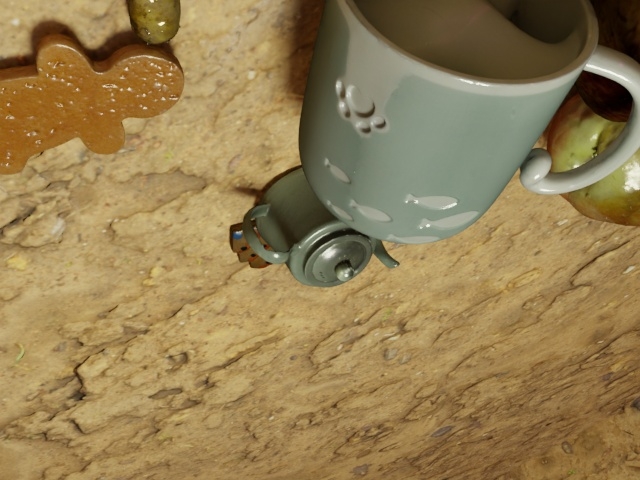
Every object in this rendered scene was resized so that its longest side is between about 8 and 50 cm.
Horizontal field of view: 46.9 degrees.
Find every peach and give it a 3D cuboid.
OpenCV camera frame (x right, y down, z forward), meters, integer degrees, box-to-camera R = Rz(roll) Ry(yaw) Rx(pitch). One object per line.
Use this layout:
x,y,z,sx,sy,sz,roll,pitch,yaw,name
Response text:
0.451,-0.132,1.050,0.235,0.214,0.214,-18,147,-19,peach

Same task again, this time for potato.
-0.163,-0.229,0.725,0.051,0.040,0.083,-18,149,-22,potato

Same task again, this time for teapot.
0.000,0.000,1.019,0.239,0.149,0.162,8,130,-37,teapot

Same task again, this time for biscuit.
-0.088,0.004,1.110,0.119,0.019,0.130,-41,141,26,biscuit
-0.267,-0.151,0.783,0.250,0.036,0.165,-17,147,0,biscuit

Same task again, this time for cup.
0.157,-0.140,0.788,0.356,0.259,0.274,17,143,-2,cup

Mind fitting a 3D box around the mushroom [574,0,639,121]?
0.460,-0.220,0.834,0.334,0.331,0.356,-40,115,-24,mushroom
